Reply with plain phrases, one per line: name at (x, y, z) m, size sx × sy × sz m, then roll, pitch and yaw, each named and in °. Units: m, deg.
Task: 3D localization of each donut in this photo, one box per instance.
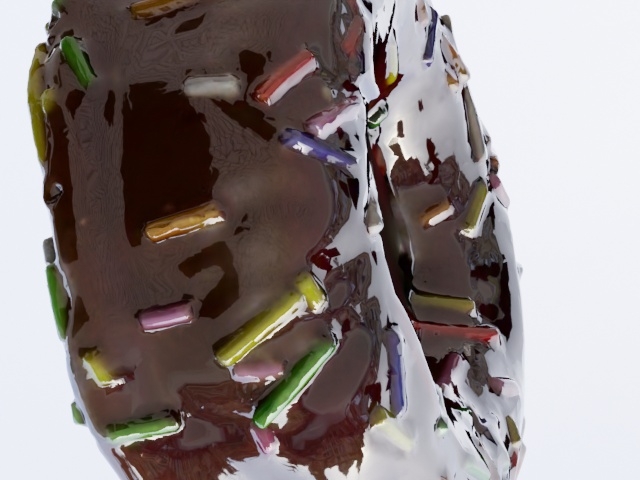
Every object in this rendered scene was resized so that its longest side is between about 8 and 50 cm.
donut at (0.000, 0.000, 0.557) m, size 0.089 × 0.235 × 0.235 m, roll -13°, pitch -135°, yaw 20°
